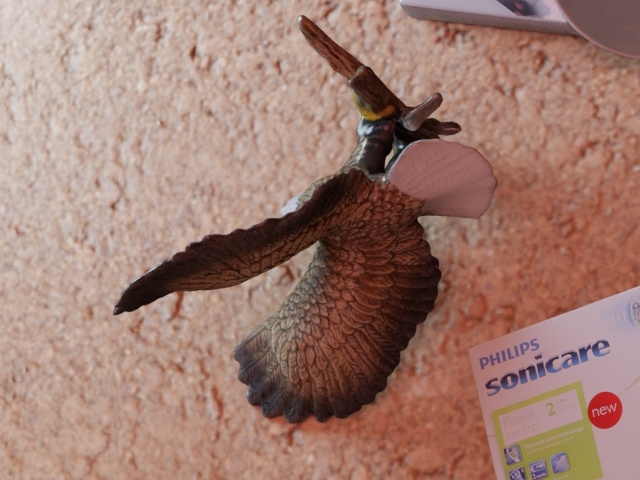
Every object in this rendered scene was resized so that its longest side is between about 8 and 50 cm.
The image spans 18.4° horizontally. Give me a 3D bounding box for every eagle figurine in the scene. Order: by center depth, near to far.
[{"bbox_3d":[-0.002,0.001,1.698,0.226,0.225,0.298,31,79,9],"label":"eagle figurine"}]

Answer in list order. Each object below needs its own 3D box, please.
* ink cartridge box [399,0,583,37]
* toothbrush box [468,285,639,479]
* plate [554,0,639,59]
[{"bbox_3d":[0.199,-0.297,1.763,0.224,0.045,0.223,8,82,17],"label":"ink cartridge box"},{"bbox_3d":[0.259,0.195,1.574,0.206,0.122,0.283,-21,65,27],"label":"toothbrush box"},{"bbox_3d":[0.281,-0.250,1.714,0.188,0.024,0.188,0,90,-8],"label":"plate"}]
